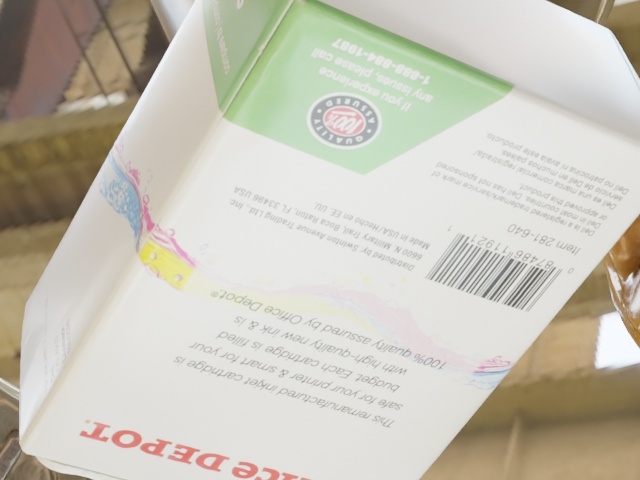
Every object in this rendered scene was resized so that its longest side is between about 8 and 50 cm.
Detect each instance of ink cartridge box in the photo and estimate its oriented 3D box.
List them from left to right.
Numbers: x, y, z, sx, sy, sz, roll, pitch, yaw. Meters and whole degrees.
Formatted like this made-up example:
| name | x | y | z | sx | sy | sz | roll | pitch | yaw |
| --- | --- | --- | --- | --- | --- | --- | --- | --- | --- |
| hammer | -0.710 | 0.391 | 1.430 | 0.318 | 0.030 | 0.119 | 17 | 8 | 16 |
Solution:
| name | x | y | z | sx | sy | sz | roll | pitch | yaw |
| --- | --- | --- | --- | --- | --- | --- | --- | --- | --- |
| ink cartridge box | 0.000 | 0.000 | 0.717 | 0.278 | 0.201 | 0.117 | -55 | -151 | 30 |

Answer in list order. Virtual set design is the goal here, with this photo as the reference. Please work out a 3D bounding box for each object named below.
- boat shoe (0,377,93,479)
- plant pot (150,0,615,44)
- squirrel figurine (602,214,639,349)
| name | x | y | z | sx | sy | sz | roll | pitch | yaw |
| --- | --- | --- | --- | --- | --- | --- | --- | --- | --- |
| boat shoe | -0.184 | 0.196 | 1.136 | 0.355 | 0.130 | 0.132 | 34 | -92 | 15 |
| plant pot | -0.001 | -0.208 | 1.024 | 0.323 | 0.323 | 0.280 | -34 | -124 | -15 |
| squirrel figurine | 0.358 | -0.039 | 0.882 | 0.397 | 0.281 | 0.370 | 38 | -83 | 32 |
